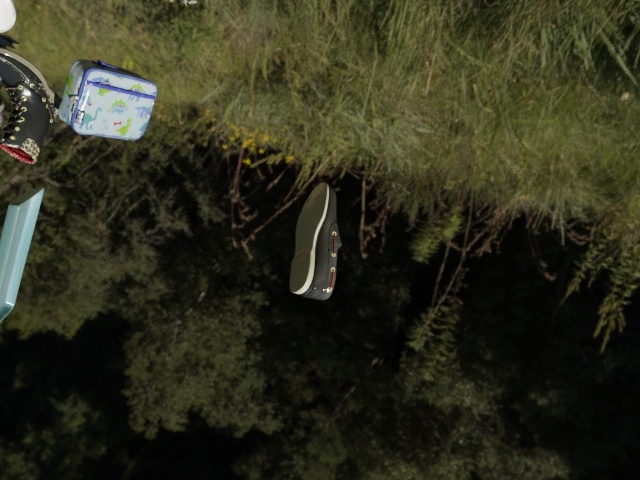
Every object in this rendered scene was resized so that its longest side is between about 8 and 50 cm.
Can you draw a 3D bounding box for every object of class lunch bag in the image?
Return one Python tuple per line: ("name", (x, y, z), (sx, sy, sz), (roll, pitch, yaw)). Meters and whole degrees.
("lunch bag", (-0.523, -0.347, 1.390), (0.090, 0.176, 0.219), (34, -162, 28))

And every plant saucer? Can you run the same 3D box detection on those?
("plant saucer", (-0.391, 0.024, 0.709), (0.018, 0.067, 0.192), (22, 112, -11))

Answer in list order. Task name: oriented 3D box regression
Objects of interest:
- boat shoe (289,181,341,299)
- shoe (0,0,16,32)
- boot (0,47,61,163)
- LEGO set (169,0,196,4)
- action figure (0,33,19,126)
("boat shoe", (-0.001, 0.000, 0.616), (0.042, 0.133, 0.049), (22, 154, -31))
("shoe", (-0.442, -0.328, 0.659), (0.178, 0.063, 0.081), (44, -176, -42))
("boot", (-0.701, -0.307, 1.297), (0.085, 0.178, 0.236), (7, 157, 14))
("LEGO set", (-0.269, -0.464, 1.072), (0.054, 0.083, 0.023), (48, 135, 25))
("action figure", (-0.860, -0.432, 1.429), (0.185, 0.099, 0.285), (18, 131, -9))
